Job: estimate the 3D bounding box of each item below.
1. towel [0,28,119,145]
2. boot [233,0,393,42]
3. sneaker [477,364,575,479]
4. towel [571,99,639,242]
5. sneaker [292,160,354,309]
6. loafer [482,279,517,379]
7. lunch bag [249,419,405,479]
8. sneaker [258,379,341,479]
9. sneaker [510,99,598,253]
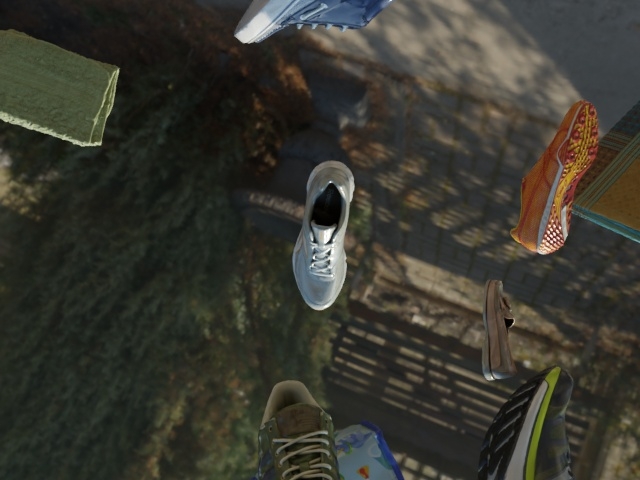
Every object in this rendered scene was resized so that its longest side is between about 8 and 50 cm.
[{"bbox_3d":[-0.317,-0.176,0.995,0.148,0.110,0.027,17,168,-19],"label":"towel"},{"bbox_3d":[-0.005,-0.223,0.818,0.086,0.069,0.190,35,149,-23],"label":"boot"},{"bbox_3d":[0.235,0.277,0.909,0.121,0.300,0.111,22,154,-5],"label":"sneaker"},{"bbox_3d":[0.572,-0.091,1.321,0.370,0.271,0.040,33,161,50],"label":"towel"},{"bbox_3d":[0.000,0.000,1.453,0.099,0.263,0.121,5,-166,3],"label":"sneaker"},{"bbox_3d":[0.216,0.105,1.014,0.039,0.125,0.045,-7,151,27],"label":"loafer"},{"bbox_3d":[0.003,0.237,0.827,0.096,0.128,0.151,66,167,-4],"label":"lunch bag"},{"bbox_3d":[-0.019,0.163,0.623,0.064,0.086,0.192,-3,-170,-6],"label":"sneaker"},{"bbox_3d":[0.255,-0.074,0.945,0.064,0.175,0.067,12,-168,-41],"label":"sneaker"}]
